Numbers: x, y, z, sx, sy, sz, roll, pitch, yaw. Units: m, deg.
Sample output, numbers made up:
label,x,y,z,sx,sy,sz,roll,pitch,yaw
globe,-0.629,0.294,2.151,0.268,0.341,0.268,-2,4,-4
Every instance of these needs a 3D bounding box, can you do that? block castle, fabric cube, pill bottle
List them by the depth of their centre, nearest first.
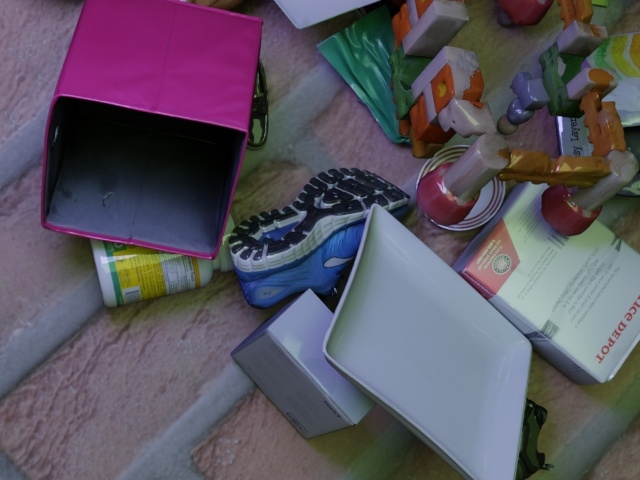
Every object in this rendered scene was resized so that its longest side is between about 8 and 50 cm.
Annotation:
label,x,y,z,sx,sy,sz,roll,pitch,yaw
fabric cube,-0.235,-0.167,1.668,0.259,0.254,0.258,11,46,-8
pill bottle,-0.228,0.022,1.762,0.208,0.117,0.117,-13,85,-11
block castle,0.262,-0.237,1.775,0.303,0.213,0.453,3,65,-23

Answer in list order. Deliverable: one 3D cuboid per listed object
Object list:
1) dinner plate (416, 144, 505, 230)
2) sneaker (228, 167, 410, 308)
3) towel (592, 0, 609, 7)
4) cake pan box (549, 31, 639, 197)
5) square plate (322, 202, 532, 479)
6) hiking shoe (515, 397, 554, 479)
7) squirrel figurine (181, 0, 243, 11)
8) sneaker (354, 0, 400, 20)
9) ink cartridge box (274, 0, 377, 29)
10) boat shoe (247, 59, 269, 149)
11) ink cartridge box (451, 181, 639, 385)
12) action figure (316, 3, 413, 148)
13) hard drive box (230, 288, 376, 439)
label,x,y,z,sx,sy,sz,roll,pitch,yaw
dinner plate,0.223,-0.083,1.893,0.141,0.017,0.141,-3,75,12
sneaker,0.000,0.000,1.807,0.330,0.147,0.130,-27,45,-31
towel,0.462,-0.437,2.007,0.060,0.009,0.083,7,82,-10
cake pan box,0.501,-0.199,1.913,0.246,0.070,0.266,-5,83,12
square plate,0.154,0.158,1.674,0.347,0.049,0.344,41,36,-15
hiking shoe,0.290,0.262,1.855,0.114,0.086,0.226,-13,88,-28
squirrel figurine,-0.268,-0.494,1.785,0.397,0.281,0.370,-18,96,2
sneaker,0.072,-0.400,1.895,0.178,0.077,0.072,34,78,-5
ink cartridge box,0.035,-0.474,1.782,0.115,0.198,0.273,45,40,-42
boat shoe,-0.109,-0.219,1.851,0.056,0.049,0.152,-7,84,-12
ink cartridge box,0.372,0.065,1.866,0.283,0.117,0.207,39,77,-3
action figure,0.104,-0.239,1.886,0.137,0.063,0.232,-32,97,-12
hard drive box,-0.017,0.184,1.715,0.089,0.232,0.181,-43,92,-22
